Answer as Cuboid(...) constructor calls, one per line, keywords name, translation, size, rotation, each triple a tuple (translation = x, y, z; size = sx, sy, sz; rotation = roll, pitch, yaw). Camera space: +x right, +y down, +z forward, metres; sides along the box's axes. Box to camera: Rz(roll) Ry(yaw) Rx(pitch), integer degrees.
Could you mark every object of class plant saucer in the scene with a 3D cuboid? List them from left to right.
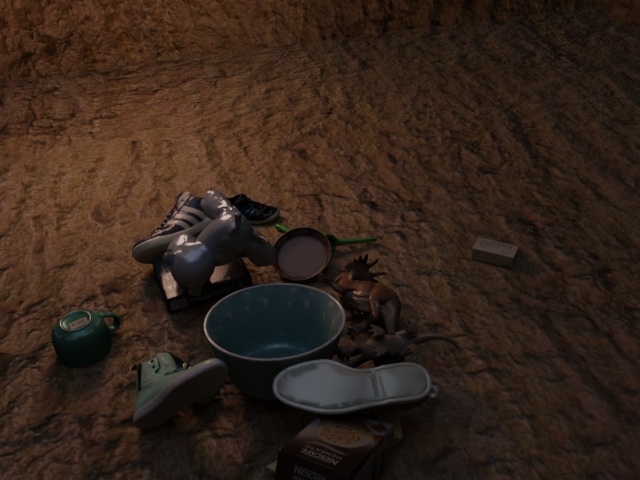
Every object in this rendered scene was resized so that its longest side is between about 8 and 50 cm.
Cuboid(name="plant saucer", translation=(-0.052, 0.041, 1.934), size=(0.168, 0.029, 0.168), rotation=(-4, 58, 7))

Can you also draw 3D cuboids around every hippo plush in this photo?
Cuboid(name="hippo plush", translation=(-0.262, 0.039, 1.796), size=(0.236, 0.234, 0.294), rotation=(-44, 30, -3))

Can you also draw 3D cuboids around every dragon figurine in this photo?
Cuboid(name="dragon figurine", translation=(0.161, 0.246, 1.603), size=(0.289, 0.144, 0.085), rotation=(-6, 67, -16))

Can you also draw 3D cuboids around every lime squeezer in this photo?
Cuboid(name="lime squeezer", translation=(0.000, 0.000, 2.022), size=(0.310, 0.059, 0.110), rotation=(7, 7, 16))

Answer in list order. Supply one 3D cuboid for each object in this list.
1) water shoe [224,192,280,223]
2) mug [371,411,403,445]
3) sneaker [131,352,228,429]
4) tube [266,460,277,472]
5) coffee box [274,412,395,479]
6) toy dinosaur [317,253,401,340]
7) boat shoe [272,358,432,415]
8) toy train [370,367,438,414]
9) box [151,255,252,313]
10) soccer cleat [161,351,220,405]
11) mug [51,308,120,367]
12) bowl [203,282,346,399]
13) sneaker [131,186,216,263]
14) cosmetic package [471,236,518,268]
Cuboid(name="water shoe", translation=(-0.226, -0.100, 2.137), size=(0.203, 0.080, 0.073), rotation=(2, 37, 7))
Cuboid(name="mug", translation=(0.136, 0.389, 1.454), size=(0.078, 0.062, 0.064), rotation=(15, 37, -28))
Cuboid(name="sneaker", translation=(-0.311, 0.281, 1.506), size=(0.256, 0.094, 0.151), rotation=(-34, 47, 19))
Cuboid(name="tube", translation=(0.004, 0.480, 1.346), size=(0.240, 0.070, 0.062), rotation=(28, 82, 42))
Cuboid(name="coffee box", translation=(0.032, 0.411, 1.321), size=(0.141, 0.098, 0.246), rotation=(13, 12, 22))
Cuboid(name="toy dinosaur", translation=(0.123, 0.138, 1.758), size=(0.200, 0.127, 0.296), rotation=(-26, 47, -38))
Cuboid(name="boat shoe", translation=(0.062, 0.311, 1.426), size=(0.319, 0.099, 0.116), rotation=(-1, 55, -6))
Cuboid(name="toy train", translation=(0.171, 0.335, 1.543), size=(0.166, 0.046, 0.125), rotation=(-10, 37, -5))
Cuboid(name="box", translation=(-0.321, 0.092, 1.898), size=(0.233, 0.059, 0.183), rotation=(-16, 40, -18))
Cuboid(name="soccer cleat", translation=(-0.300, 0.311, 1.607), size=(0.072, 0.060, 0.179), rotation=(-23, 46, -40))
Cuboid(name="mug", translation=(-0.579, 0.221, 1.709), size=(0.129, 0.097, 0.158), rotation=(4, 37, 10))
Cuboid(name="bowl", translation=(-0.096, 0.240, 1.570), size=(0.311, 0.163, 0.311), rotation=(-2, 26, 1))
Cuboid(name="sneaker", translation=(-0.407, -0.053, 2.010), size=(0.350, 0.131, 0.148), rotation=(-27, 76, -41))
Cuboid(name="cosmetic package", translation=(0.480, 0.034, 1.933), size=(0.115, 0.041, 0.060), rotation=(16, 40, 24))
